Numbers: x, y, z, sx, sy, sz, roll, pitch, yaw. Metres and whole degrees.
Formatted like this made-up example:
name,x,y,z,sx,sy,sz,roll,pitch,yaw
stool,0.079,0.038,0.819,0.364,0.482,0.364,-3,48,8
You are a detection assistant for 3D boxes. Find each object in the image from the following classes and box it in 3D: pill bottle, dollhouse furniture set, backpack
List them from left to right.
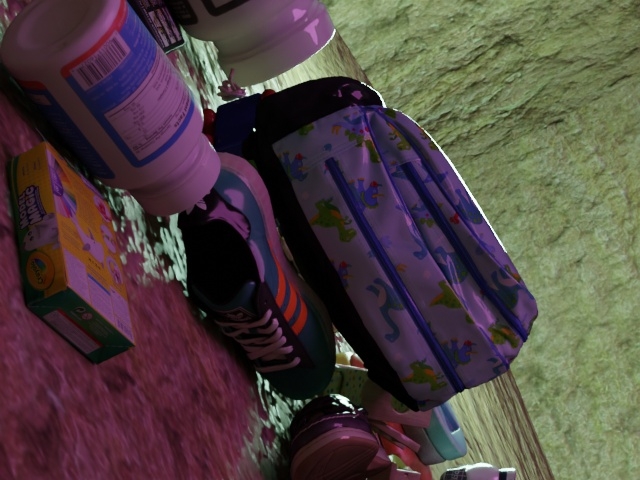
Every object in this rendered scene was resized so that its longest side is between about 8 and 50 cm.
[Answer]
name,x,y,z,sx,sy,sz,roll,pitch,yaw
pill bottle,-0.185,-0.126,1.356,0.221,0.124,0.124,56,13,-41
pill bottle,-0.139,-0.407,2.028,0.363,0.210,0.210,60,11,-22
dollhouse furniture set,0.036,0.235,1.793,0.101,0.182,0.161,14,83,-30
backpack,0.085,0.015,1.655,0.290,0.273,0.355,71,4,-69

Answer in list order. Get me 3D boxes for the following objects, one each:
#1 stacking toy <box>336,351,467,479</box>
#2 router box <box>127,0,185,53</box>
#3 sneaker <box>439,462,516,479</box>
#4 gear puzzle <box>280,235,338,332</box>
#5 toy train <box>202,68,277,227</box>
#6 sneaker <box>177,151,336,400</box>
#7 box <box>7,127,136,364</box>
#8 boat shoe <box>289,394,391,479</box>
name,x,y,z,sx,sy,sz,roll,pitch,yaw
stacking toy,0.150,0.281,1.998,0.309,0.130,0.279,44,22,-60
router box,-0.233,-0.299,1.753,0.179,0.046,0.133,62,11,-9
sneaker,0.196,0.333,1.929,0.235,0.095,0.090,95,1,-69
gear puzzle,0.000,0.000,2.175,0.175,0.044,0.339,60,11,-20
toy train,-0.088,-0.121,1.917,0.248,0.105,0.143,-95,167,-64
sneaker,-0.077,0.064,1.536,0.302,0.108,0.121,65,29,-26
box,-0.204,0.000,1.187,0.105,0.043,0.179,51,19,-49
boat shoe,0.010,0.213,1.576,0.092,0.103,0.285,61,6,16
